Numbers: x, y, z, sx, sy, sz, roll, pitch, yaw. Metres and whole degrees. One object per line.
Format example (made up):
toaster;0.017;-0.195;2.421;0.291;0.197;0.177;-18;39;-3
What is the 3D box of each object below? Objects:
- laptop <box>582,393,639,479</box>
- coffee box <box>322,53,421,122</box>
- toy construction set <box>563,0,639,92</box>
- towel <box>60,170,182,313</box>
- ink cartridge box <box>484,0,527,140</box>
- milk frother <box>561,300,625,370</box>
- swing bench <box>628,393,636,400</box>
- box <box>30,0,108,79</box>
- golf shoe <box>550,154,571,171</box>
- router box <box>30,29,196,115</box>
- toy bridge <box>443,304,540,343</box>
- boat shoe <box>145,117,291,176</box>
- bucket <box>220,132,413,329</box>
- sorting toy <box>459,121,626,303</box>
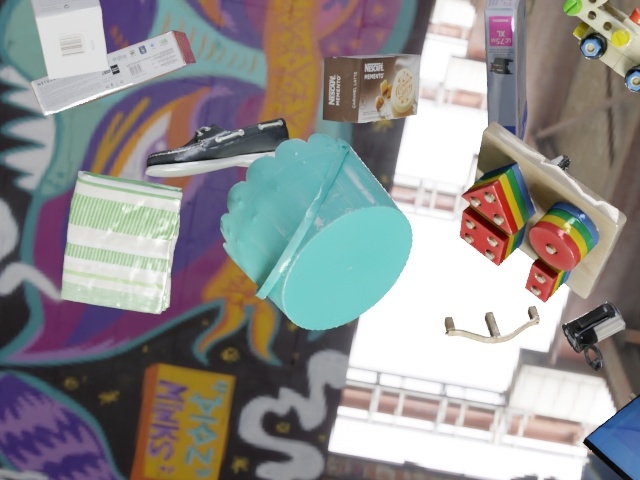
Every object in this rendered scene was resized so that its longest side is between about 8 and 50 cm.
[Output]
laptop;0.565;0.263;1.670;0.234;0.137;0.264;-134;-137;-71
coffee box;0.116;-0.339;2.170;0.247;0.098;0.141;-15;111;-52
toy construction set;0.560;-0.386;1.714;0.327;0.151;0.215;51;-47;25
towel;-0.445;0.009;2.209;0.038;0.248;0.324;-92;-167;-61
ink cartridge box;0.335;-0.307;1.765;0.185;0.065;0.311;-66;152;-50
milk frother;0.701;0.240;2.459;0.143;0.135;0.129;62;-2;13
swing bench;0.881;0.426;2.351;0.165;0.253;0.255;-33;-178;40
box;-0.373;-0.344;1.428;0.130;0.091;0.170;99;-26;-58
golf shoe;0.450;-0.132;2.143;0.094;0.198;0.077;53;7;27
router box;-0.469;-0.390;2.284;0.301;0.336;0.082;-104;174;-79
toy bridge;0.327;0.166;1.869;0.026;0.188;0.063;91;-11;-51
boat shoe;-0.199;-0.182;1.911;0.114;0.303;0.091;-9;-89;60
bucket;-0.003;-0.007;1.549;0.183;0.281;0.281;47;-42;39
sorting toy;0.334;-0.024;1.582;0.089;0.257;0.255;-42;157;-18
